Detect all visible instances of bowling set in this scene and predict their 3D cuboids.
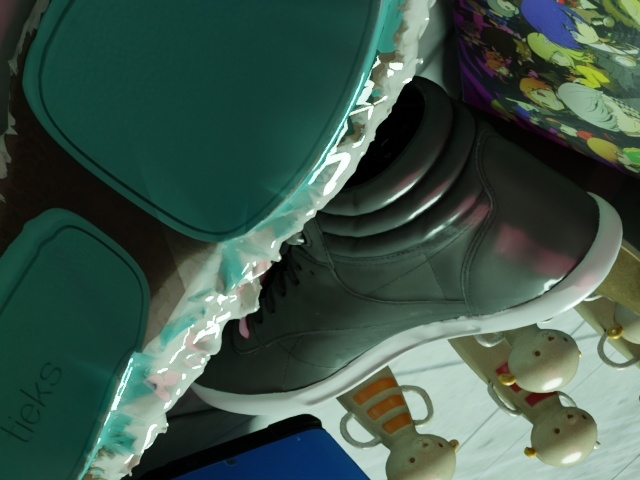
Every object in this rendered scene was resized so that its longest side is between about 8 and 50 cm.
[{"bbox_3d":[0.153,0.051,1.098,0.287,0.154,0.200,-23,154,-27],"label":"bowling set"}]

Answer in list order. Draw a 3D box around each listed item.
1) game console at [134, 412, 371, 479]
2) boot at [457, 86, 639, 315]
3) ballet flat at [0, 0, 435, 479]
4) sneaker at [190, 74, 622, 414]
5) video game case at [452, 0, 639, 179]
[{"bbox_3d":[-0.107,0.243,1.078,0.293,0.250,0.173,-18,125,-22],"label":"game console"},{"bbox_3d":[0.209,0.010,0.929,0.112,0.305,0.115,-48,162,-18],"label":"boot"},{"bbox_3d":[-0.066,-0.038,0.716,0.147,0.147,0.409,-13,151,-41],"label":"ballet flat"},{"bbox_3d":[0.000,0.000,0.892,0.296,0.104,0.147,-23,126,40],"label":"sneaker"},{"bbox_3d":[0.160,-0.092,0.780,0.041,0.210,0.232,-58,162,-16],"label":"video game case"}]
